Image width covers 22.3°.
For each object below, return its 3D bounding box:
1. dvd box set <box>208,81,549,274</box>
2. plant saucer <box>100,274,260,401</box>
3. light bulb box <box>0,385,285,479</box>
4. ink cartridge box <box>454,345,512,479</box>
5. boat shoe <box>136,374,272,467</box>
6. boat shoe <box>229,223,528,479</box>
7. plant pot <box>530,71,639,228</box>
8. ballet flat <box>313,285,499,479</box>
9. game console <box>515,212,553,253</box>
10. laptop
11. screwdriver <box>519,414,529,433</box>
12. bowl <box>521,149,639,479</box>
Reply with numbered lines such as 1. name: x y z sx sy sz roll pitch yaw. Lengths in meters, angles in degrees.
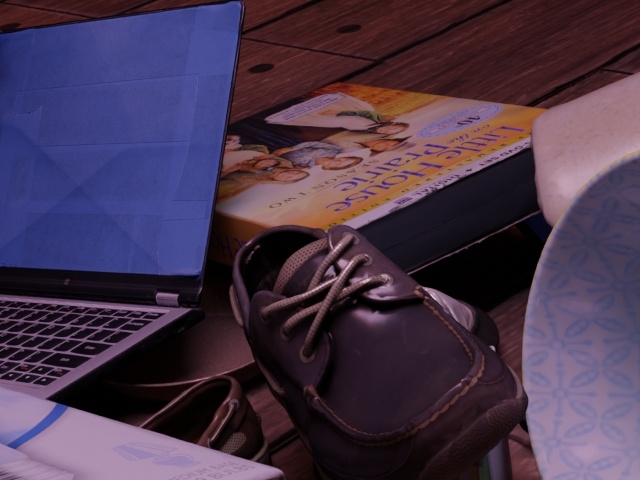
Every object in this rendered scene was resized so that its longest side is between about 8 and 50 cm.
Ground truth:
1. dvd box set: 0.018 -0.060 1.512 0.307 0.062 0.420 -24 21 -27
2. plant saucer: -0.112 0.089 1.408 0.198 0.036 0.198 -8 23 3
3. light bulb box: -0.266 0.220 0.846 0.361 0.225 0.358 10 13 37
4. ink cartridge box: 0.088 0.167 1.071 0.062 0.109 0.209 -5 25 11
5. boat shoe: -0.144 0.176 1.154 0.095 0.095 0.257 10 31 38
6. boat shoe: 0.010 0.067 1.045 0.132 0.130 0.355 -41 18 -10
7. plant pot: 0.330 -0.029 1.208 0.305 0.334 0.334 -15 22 14
8. ballet flat: 0.072 0.094 1.253 0.095 0.096 0.280 -1 25 23
9. game console: 0.228 -0.018 1.472 0.107 0.071 0.122 -7 25 7
10. laptop: -0.294 -0.020 1.409 0.382 0.236 0.408 1 24 46
11. screwdriver: 0.126 0.101 1.200 0.170 0.024 0.025 43 59 16
12. bowl: 0.272 0.086 1.019 0.156 0.289 0.289 0 17 -30
